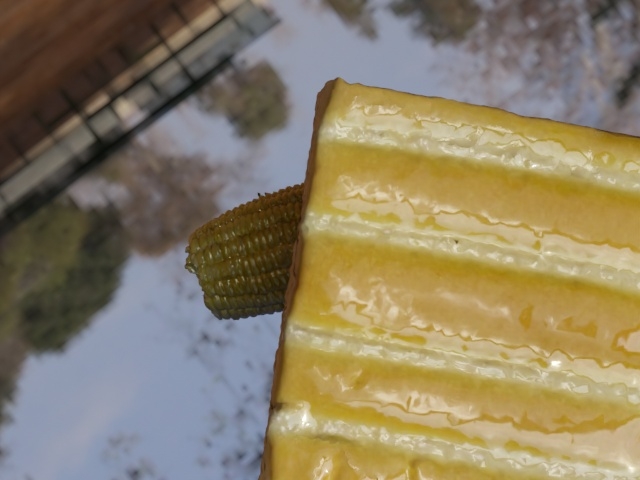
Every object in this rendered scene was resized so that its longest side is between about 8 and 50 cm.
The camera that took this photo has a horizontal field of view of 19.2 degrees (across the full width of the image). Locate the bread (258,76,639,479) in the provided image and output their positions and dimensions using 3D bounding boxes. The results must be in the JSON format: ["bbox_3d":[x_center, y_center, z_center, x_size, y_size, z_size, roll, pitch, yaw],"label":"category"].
[{"bbox_3d":[0.099,0.055,1.025,0.111,0.246,0.239,139,-39,-83],"label":"bread"}]

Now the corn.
[{"bbox_3d":[0.000,0.000,1.161,0.165,0.085,0.063,-15,-128,13],"label":"corn"}]
